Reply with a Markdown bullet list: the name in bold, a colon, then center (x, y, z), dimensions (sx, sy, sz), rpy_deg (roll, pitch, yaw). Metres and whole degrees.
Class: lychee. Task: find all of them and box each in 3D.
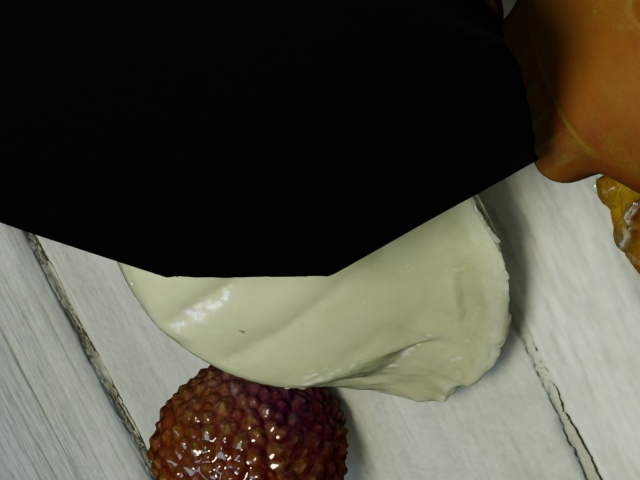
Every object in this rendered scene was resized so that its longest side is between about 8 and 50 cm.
- **lychee**: center (-0.061, 0.199, 1.483), dimensions (0.188, 0.188, 0.188), rpy_deg (30, 136, 34)

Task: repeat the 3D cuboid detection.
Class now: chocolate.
- **chocolate**: center (-0.067, -0.200, 1.005), dimensions (0.383, 0.384, 0.331), rpy_deg (131, 146, -54)

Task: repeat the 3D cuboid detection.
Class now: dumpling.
- **dumpling**: center (0.000, 0.000, 1.262), dimensions (0.315, 0.233, 0.395), rpy_deg (-2, 130, 46)

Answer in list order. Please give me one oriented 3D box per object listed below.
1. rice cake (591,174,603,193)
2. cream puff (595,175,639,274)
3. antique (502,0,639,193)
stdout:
- **rice cake**: center (0.212, -0.076, 1.113), dimensions (0.021, 0.022, 0.121), rpy_deg (48, 144, 29)
- **cream puff**: center (0.241, -0.022, 1.064), dimensions (0.122, 0.094, 0.116), rpy_deg (-3, 116, 25)
- **antique**: center (0.227, -0.133, 0.937), dimensions (0.278, 0.129, 0.223), rpy_deg (-37, 73, 48)
